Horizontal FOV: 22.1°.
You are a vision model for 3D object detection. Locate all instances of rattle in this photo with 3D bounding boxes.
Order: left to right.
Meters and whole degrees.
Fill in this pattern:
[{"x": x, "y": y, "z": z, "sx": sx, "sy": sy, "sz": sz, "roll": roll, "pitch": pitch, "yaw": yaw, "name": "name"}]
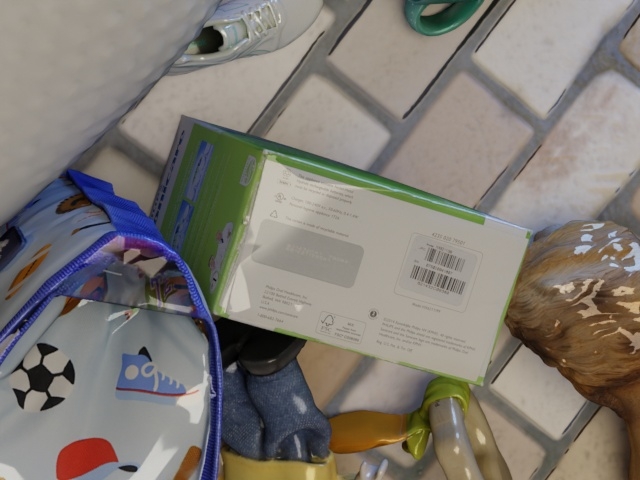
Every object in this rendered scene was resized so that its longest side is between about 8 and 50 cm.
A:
[{"x": 0.104, "y": 0.217, "z": 1.410, "sx": 0.143, "sy": 0.130, "sz": 0.199, "roll": -31, "pitch": 132, "yaw": 2, "name": "rattle"}]

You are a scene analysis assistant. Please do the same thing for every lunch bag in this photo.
[{"x": -0.203, "y": 0.151, "z": 1.177, "sx": 0.239, "sy": 0.328, "sz": 0.385, "roll": 12, "pitch": 97, "yaw": -19, "name": "lunch bag"}]

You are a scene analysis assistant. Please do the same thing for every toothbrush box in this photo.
[{"x": 0.000, "y": 0.000, "z": 1.230, "sx": 0.206, "sy": 0.283, "sz": 0.122, "roll": 16, "pitch": 93, "yaw": -17, "name": "toothbrush box"}]

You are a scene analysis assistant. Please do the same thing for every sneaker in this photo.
[{"x": -0.063, "y": -0.166, "z": 1.304, "sx": 0.152, "sy": 0.061, "sz": 0.053, "roll": -24, "pitch": 102, "yaw": -13, "name": "sneaker"}]

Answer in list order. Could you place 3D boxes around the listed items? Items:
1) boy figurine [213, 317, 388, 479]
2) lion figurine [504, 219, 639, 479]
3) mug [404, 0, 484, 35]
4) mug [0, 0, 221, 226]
[{"x": -0.015, "y": 0.200, "z": 1.334, "sx": 0.092, "sy": 0.177, "sz": 0.285, "roll": -44, "pitch": 123, "yaw": -48, "name": "boy figurine"}, {"x": 0.310, "y": 0.145, "z": 1.421, "sx": 0.240, "sy": 0.142, "sz": 0.392, "roll": -22, "pitch": 108, "yaw": -4, "name": "lion figurine"}, {"x": 0.114, "y": -0.252, "z": 1.316, "sx": 0.097, "sy": 0.158, "sz": 0.129, "roll": -8, "pitch": 76, "yaw": -14, "name": "mug"}, {"x": -0.221, "y": -0.248, "z": 1.125, "sx": 0.328, "sy": 0.374, "sz": 0.276, "roll": -41, "pitch": 151, "yaw": 12, "name": "mug"}]
